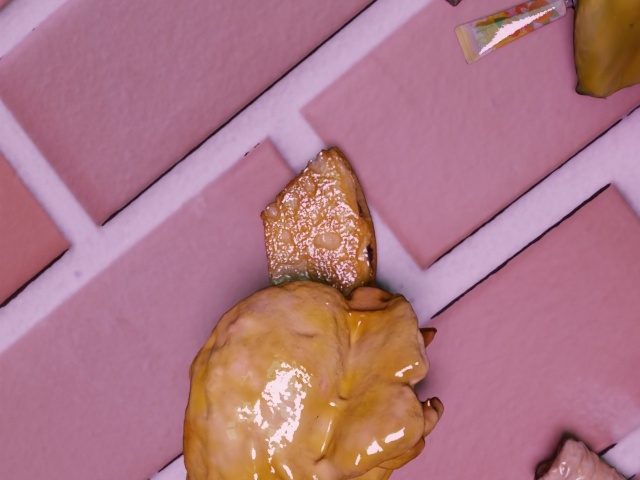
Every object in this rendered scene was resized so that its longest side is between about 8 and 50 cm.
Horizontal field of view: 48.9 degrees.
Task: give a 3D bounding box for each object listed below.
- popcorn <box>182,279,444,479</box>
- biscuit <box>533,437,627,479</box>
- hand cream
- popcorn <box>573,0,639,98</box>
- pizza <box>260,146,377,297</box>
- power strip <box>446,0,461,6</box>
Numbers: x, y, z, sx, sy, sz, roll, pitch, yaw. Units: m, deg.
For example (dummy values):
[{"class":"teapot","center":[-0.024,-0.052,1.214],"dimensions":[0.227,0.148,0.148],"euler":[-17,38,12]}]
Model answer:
[{"class":"popcorn","center":[-0.018,0.137,0.561],"dimensions":[0.190,0.191,0.253],"euler":[42,96,2]},{"class":"biscuit","center":[0.286,0.249,0.601],"dimensions":[0.219,0.055,0.061],"euler":[34,110,3]},{"class":"hand cream","center":[0.171,-0.189,0.611],"dimensions":[0.102,0.022,0.035],"euler":[-21,98,11]},{"class":"popcorn","center":[0.322,-0.197,0.481],"dimensions":[0.321,0.325,0.290],"euler":[-1,87,-34]},{"class":"pizza","center":[0.000,0.000,0.631],"dimensions":[0.099,0.036,0.160],"euler":[-9,91,6]},{"class":"power strip","center":[0.093,-0.234,0.613],"dimensions":[0.083,0.027,0.017],"euler":[38,97,5]}]
